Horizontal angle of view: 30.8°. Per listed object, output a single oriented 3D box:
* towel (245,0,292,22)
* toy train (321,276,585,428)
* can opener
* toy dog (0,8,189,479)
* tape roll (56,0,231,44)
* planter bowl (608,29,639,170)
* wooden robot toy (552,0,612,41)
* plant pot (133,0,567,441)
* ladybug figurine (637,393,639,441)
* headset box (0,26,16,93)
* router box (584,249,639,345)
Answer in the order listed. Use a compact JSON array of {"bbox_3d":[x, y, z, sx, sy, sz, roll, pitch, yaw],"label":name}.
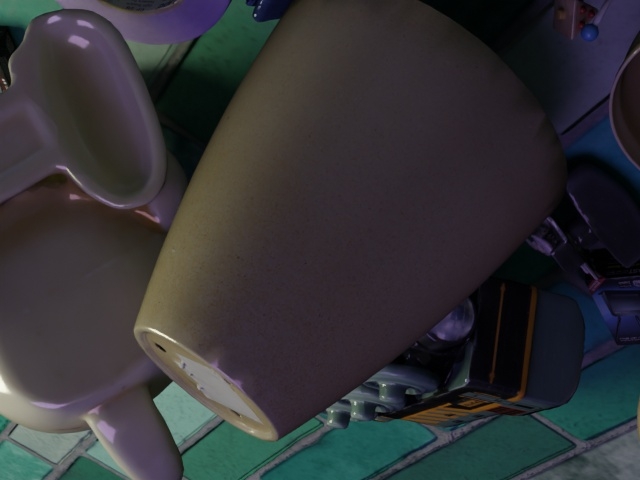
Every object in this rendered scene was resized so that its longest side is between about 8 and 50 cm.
[{"bbox_3d":[-0.011,-0.214,0.872,0.029,0.067,0.119,62,144,17],"label":"towel"},{"bbox_3d":[0.104,0.110,1.086,0.190,0.142,0.334,14,161,-10],"label":"toy train"},{"bbox_3d":[0.162,-0.073,0.950,0.093,0.074,0.280,-41,116,12],"label":"can opener"},{"bbox_3d":[-0.212,0.020,1.055,0.395,0.284,0.408,49,173,0],"label":"toy dog"},{"bbox_3d":[-0.138,-0.247,0.880,0.189,0.080,0.189,14,140,12],"label":"tape roll"},{"bbox_3d":[0.285,-0.118,0.786,0.162,0.109,0.162,14,141,12],"label":"planter bowl"},{"bbox_3d":[0.213,-0.206,0.777,0.079,0.076,0.173,-9,144,-16],"label":"wooden robot toy"},{"bbox_3d":[0.000,0.000,0.845,0.256,0.274,0.256,32,158,14],"label":"plant pot"},{"bbox_3d":[0.428,0.162,0.963,0.305,0.162,0.449,3,141,5],"label":"ladybug figurine"},{"bbox_3d":[-0.329,-0.172,1.104,0.083,0.032,0.062,8,139,17],"label":"headset box"},{"bbox_3d":[0.306,0.047,1.024,0.122,0.038,0.092,-8,133,34],"label":"router box"}]
